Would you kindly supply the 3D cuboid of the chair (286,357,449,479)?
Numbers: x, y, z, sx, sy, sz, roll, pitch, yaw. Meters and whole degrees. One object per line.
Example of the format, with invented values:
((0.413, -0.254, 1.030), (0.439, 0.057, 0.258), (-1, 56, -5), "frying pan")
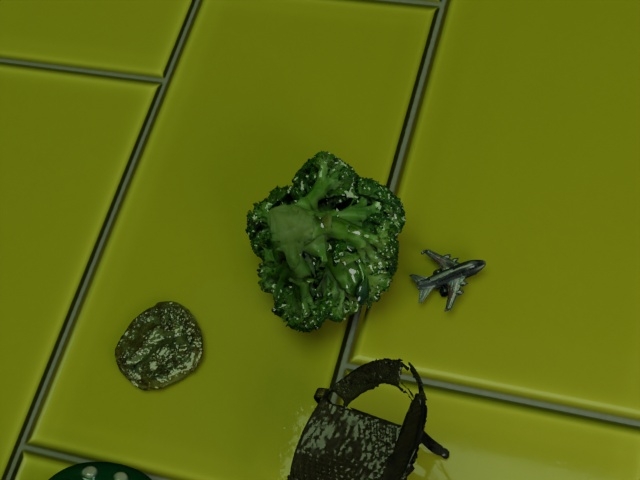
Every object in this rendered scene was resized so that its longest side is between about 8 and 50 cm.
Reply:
((0.038, 0.205, 0.996), (0.149, 0.213, 0.174), (17, 67, 14), "chair")

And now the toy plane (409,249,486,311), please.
((0.142, 0.039, 1.159), (0.083, 0.031, 0.078), (-18, 61, 2), "toy plane")

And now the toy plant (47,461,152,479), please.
((-0.255, 0.329, 1.039), (0.243, 0.112, 0.232), (-2, 54, -9), "toy plant")

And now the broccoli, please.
((0.000, 0.000, 1.147), (0.195, 0.156, 0.195), (1, 91, 31), "broccoli")

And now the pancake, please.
((-0.183, 0.119, 1.194), (0.108, 0.017, 0.108), (-7, 60, 12), "pancake")
